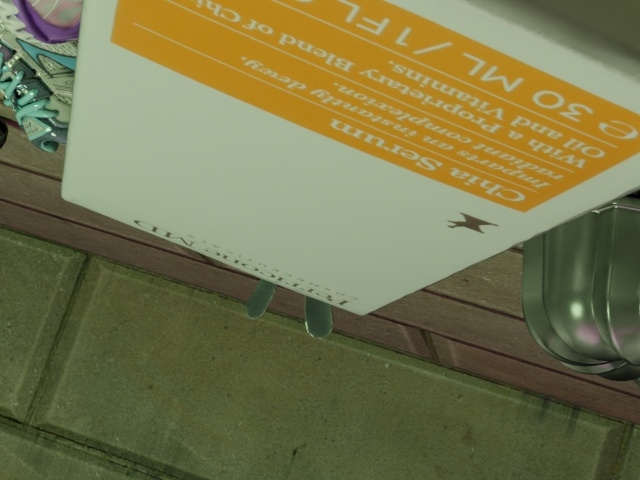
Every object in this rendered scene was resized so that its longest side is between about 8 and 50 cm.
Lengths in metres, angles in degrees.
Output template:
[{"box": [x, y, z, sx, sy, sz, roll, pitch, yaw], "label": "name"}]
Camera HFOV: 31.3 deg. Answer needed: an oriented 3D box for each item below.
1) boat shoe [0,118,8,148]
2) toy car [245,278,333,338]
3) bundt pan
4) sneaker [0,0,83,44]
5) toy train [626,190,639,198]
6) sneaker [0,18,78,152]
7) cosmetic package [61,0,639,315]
[{"box": [-0.478, -0.166, 1.522, 0.133, 0.049, 0.042, 28, 140, -13], "label": "boat shoe"}, {"box": [0.000, 0.000, 1.119, 0.155, 0.188, 0.149, 12, 167, 36], "label": "toy car"}, {"box": [0.324, 0.067, 0.989, 0.331, 0.124, 0.331, 11, 170, 2], "label": "bundt pan"}, {"box": [-0.156, -0.187, 0.722, 0.104, 0.095, 0.236, 10, 168, 7], "label": "sneaker"}, {"box": [0.252, -0.035, 0.950, 0.036, 0.027, 0.158, 9, 170, -1], "label": "toy train"}, {"box": [-0.230, -0.144, 0.962, 0.283, 0.122, 0.110, 25, 168, -27], "label": "sneaker"}, {"box": [0.008, -0.100, 0.571, 0.230, 0.161, 0.453, 21, 165, -9], "label": "cosmetic package"}]
